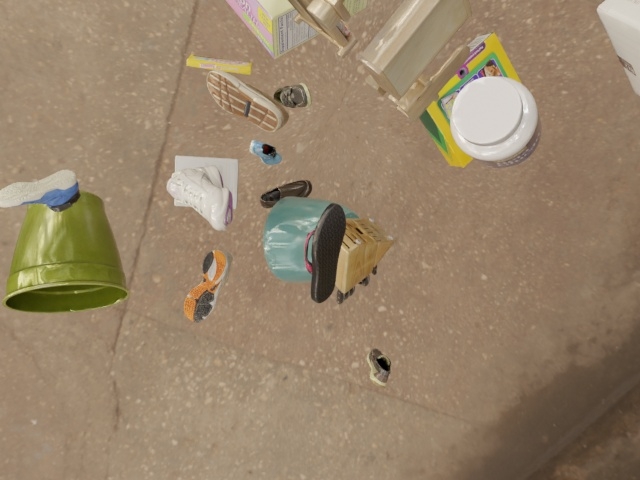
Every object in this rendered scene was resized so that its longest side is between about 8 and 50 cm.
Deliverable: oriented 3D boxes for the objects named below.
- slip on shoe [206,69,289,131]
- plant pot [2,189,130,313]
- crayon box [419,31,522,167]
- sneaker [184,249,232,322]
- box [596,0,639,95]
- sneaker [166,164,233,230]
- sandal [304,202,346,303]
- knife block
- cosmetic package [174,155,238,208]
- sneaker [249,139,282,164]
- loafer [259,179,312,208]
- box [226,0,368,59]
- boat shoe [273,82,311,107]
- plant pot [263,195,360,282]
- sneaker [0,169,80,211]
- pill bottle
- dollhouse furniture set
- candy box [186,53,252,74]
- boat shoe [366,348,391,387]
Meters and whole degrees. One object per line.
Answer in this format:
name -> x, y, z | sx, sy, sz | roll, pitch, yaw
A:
slip on shoe -> -0.107, -0.209, 0.719 | 0.135, 0.041, 0.051 | 32, 130, 11
plant pot -> -0.847, 0.030, 1.626 | 0.367, 0.366, 0.352 | -13, 73, 6
crayon box -> 0.544, -0.501, 1.756 | 0.363, 0.106, 0.313 | -42, 113, -5
sneaker -> -0.357, 0.153, 1.614 | 0.099, 0.121, 0.262 | 29, 100, 11
box -> 0.372, -0.184, 0.393 | 0.182, 0.180, 0.119 | -36, 122, 22
sneaker -> -0.316, -0.107, 1.268 | 0.152, 0.305, 0.114 | -4, 118, -23
sandal -> -0.001, 0.020, 0.725 | 0.040, 0.067, 0.179 | 33, 136, 29
knife block -> 0.051, 0.064, 1.142 | 0.088, 0.276, 0.242 | 45, 114, 22
cosmetic package -> -0.347, -0.178, 1.498 | 0.184, 0.151, 0.151 | 3, 95, -9
sneaker -> -0.189, -0.317, 1.785 | 0.073, 0.162, 0.063 | 12, 86, 31
loafer -> -0.138, -0.179, 1.896 | 0.220, 0.078, 0.080 | -21, 83, 6
box -> -0.056, -0.528, 0.977 | 0.243, 0.117, 0.213 | -35, 77, -13
boat shoe -> -0.096, -0.470, 1.598 | 0.074, 0.223, 0.080 | -21, 114, -16
plant pot -> 0.000, 0.000, 1.556 | 0.235, 0.293, 0.292 | 2, 108, 36
sneaker -> -0.575, -0.085, 1.002 | 0.058, 0.152, 0.084 | 45, 147, 25
pill bottle -> 0.208, -0.138, 0.574 | 0.094, 0.169, 0.094 | 1, 93, 27
dollhouse furniture set -> 0.052, -0.405, 0.796 | 0.173, 0.303, 0.355 | -49, 66, 11
candy box -> -0.333, -0.586, 1.617 | 0.206, 0.105, 0.027 | 5, 121, -9
boat shoe -> 0.148, 0.301, 1.180 | 0.056, 0.152, 0.049 | 31, 104, -8
